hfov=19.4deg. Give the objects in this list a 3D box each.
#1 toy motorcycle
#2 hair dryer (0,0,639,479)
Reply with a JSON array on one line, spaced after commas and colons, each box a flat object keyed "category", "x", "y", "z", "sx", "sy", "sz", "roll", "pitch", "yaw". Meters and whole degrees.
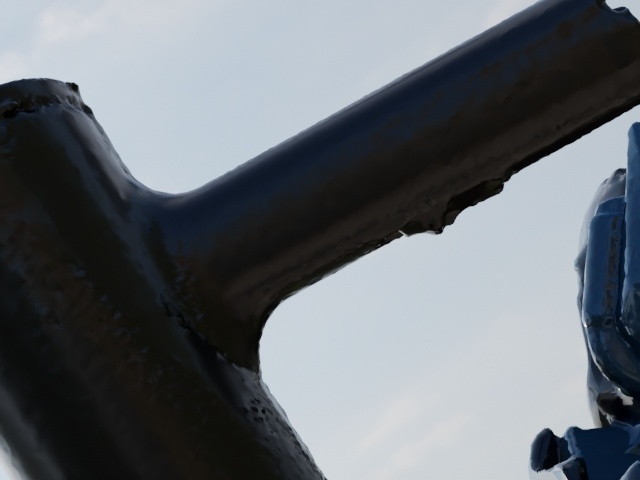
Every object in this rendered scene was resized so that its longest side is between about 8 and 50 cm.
[{"category": "toy motorcycle", "x": 0.216, "y": 0.117, "z": 0.966, "sx": 0.172, "sy": 0.416, "sz": 0.232, "roll": 1, "pitch": -32, "yaw": -10}, {"category": "hair dryer", "x": 0.000, "y": 0.000, "z": 0.590, "sx": 0.251, "sy": 0.197, "sz": 0.089, "roll": -33, "pitch": -10, "yaw": -1}]
